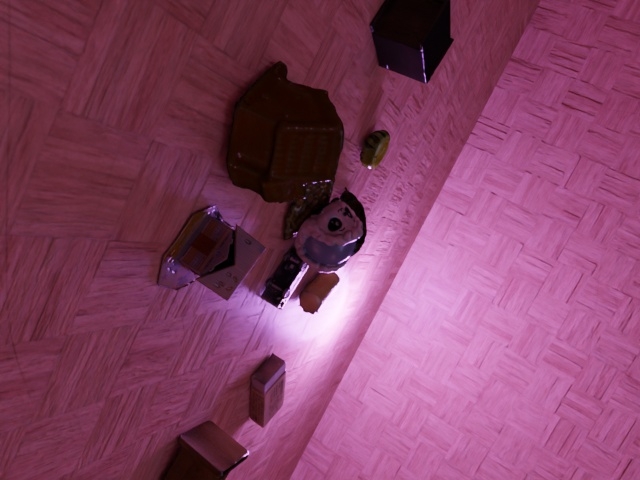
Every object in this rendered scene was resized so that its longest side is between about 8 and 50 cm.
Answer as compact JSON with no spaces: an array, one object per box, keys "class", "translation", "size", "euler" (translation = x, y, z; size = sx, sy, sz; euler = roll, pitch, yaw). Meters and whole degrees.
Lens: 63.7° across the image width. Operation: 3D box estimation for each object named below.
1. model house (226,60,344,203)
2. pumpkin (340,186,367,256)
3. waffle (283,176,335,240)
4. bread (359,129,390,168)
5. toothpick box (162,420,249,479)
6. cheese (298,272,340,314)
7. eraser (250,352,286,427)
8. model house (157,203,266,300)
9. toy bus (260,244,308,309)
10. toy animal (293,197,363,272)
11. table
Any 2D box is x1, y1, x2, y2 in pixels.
[{"class":"model house","translation":[-0.062,-0.201,1.102],"size":[0.173,0.239,0.268],"euler":[-44,156,-48]},{"class":"pumpkin","translation":[0.102,-0.066,1.791],"size":[0.278,0.111,0.163],"euler":[-58,151,-45]},{"class":"waffle","translation":[-0.028,-0.109,1.577],"size":[0.223,0.054,0.204],"euler":[-34,147,-49]},{"class":"bread","translation":[0.187,-0.318,1.788],"size":[0.130,0.071,0.139],"euler":[-37,151,-43]},{"class":"toothpick box","translation":[-0.414,0.788,1.687],"size":[0.308,0.190,0.187],"euler":[-60,162,8]},{"class":"cheese","translation":[-0.001,0.197,1.995],"size":[0.167,0.094,0.123],"euler":[-41,151,-43]},{"class":"eraser","translation":[-0.212,0.605,2.065],"size":[0.144,0.078,0.343],"euler":[-44,153,-40]},{"class":"model house","translation":[-0.237,0.056,1.177],"size":[0.219,0.136,0.207],"euler":[-56,161,-12]},{"class":"toy bus","translation":[-0.104,0.110,1.662],"size":[0.226,0.081,0.074],"euler":[-59,165,-13]},{"class":"toy animal","translation":[0.038,-0.013,1.585],"size":[0.208,0.156,0.204],"euler":[-34,158,-47]},{"class":"table","translation":[0.266,-0.593,1.467],"size":[0.172,0.169,0.193],"euler":[-59,159,-5]}]
